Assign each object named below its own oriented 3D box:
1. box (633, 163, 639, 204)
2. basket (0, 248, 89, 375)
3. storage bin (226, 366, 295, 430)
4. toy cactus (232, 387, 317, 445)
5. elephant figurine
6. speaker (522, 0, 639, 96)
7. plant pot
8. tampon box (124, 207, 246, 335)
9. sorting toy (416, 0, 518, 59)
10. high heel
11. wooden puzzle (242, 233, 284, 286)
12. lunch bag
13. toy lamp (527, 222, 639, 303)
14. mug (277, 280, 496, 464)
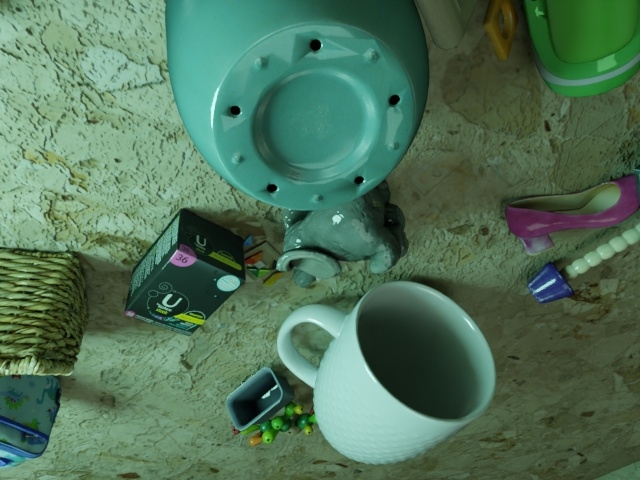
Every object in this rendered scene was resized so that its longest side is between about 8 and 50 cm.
[{"bbox_3d":[0.619,-0.070,0.769,0.175,0.051,0.220,-35,117,-7],"label":"box"},{"bbox_3d":[-0.526,0.155,0.688,0.299,0.223,0.213,4,131,-17],"label":"basket"},{"bbox_3d":[-0.129,0.352,1.041,0.135,0.098,0.091,-40,148,6],"label":"storage bin"},{"bbox_3d":[-0.090,0.443,1.142,0.219,0.112,0.180,-22,151,5],"label":"toy cactus"},{"bbox_3d":[0.000,0.000,0.717,0.239,0.169,0.186,-19,105,27],"label":"elephant figurine"},{"bbox_3d":[0.282,-0.308,0.503,0.131,0.131,0.296,-26,132,12],"label":"speaker"},{"bbox_3d":[-0.022,-0.172,0.488,0.293,0.235,0.293,-5,132,-6],"label":"plant pot"},{"bbox_3d":[-0.215,0.055,0.743,0.120,0.101,0.161,28,121,-32],"label":"tampon box"},{"bbox_3d":[0.117,-0.318,0.457,0.047,0.196,0.348,6,148,42],"label":"sorting toy"},{"bbox_3d":[0.441,-0.073,0.793,0.244,0.082,0.117,-27,122,19],"label":"high heel"},{"bbox_3d":[-0.104,0.040,0.813,0.078,0.014,0.116,-35,129,19],"label":"wooden puzzle"},{"bbox_3d":[-0.587,0.300,0.838,0.090,0.176,0.219,-25,131,12],"label":"lunch bag"},{"bbox_3d":[0.534,0.032,0.896,0.274,0.080,0.080,-38,128,22],"label":"toy lamp"},{"bbox_3d":[0.086,0.259,0.910,0.374,0.276,0.328,30,133,3],"label":"mug"}]
